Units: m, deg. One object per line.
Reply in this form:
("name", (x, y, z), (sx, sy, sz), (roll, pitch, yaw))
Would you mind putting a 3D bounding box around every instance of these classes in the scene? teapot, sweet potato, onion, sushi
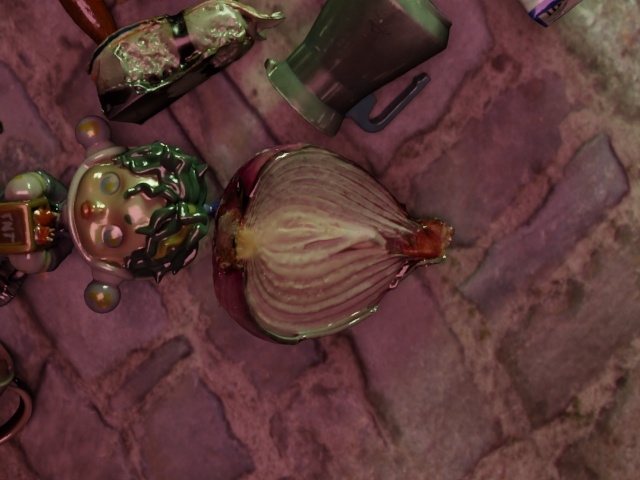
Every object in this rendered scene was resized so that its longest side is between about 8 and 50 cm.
("teapot", (0.058, -0.251, 1.509), (0.225, 0.171, 0.203), (-44, 124, 14))
("sweet potato", (-0.351, -0.362, 1.557), (0.057, 0.057, 0.265), (-35, 94, 7))
("onion", (0.000, 0.000, 1.547), (0.348, 0.159, 0.267), (3, 99, -31))
("sushi", (-0.188, -0.272, 1.525), (0.273, 0.134, 0.109), (-33, 89, 7))

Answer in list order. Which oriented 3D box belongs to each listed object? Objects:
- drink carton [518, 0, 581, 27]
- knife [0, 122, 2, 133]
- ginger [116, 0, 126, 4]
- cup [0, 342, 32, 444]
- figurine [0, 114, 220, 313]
("drink carton", (0.243, -0.440, 1.450), (0.130, 0.106, 0.315), (-36, 83, 18))
("knife", (-0.514, -0.107, 1.623), (0.023, 0.010, 0.170), (45, 99, 3))
("ginger", (-0.261, -0.426, 1.494), (0.270, 0.123, 0.219), (-9, 105, -13))
("cup", (-0.543, 0.230, 1.597), (0.253, 0.191, 0.200), (28, 104, -34))
("figurine", (-0.326, -0.036, 1.533), (0.381, 0.186, 0.261), (-5, 102, 4))
